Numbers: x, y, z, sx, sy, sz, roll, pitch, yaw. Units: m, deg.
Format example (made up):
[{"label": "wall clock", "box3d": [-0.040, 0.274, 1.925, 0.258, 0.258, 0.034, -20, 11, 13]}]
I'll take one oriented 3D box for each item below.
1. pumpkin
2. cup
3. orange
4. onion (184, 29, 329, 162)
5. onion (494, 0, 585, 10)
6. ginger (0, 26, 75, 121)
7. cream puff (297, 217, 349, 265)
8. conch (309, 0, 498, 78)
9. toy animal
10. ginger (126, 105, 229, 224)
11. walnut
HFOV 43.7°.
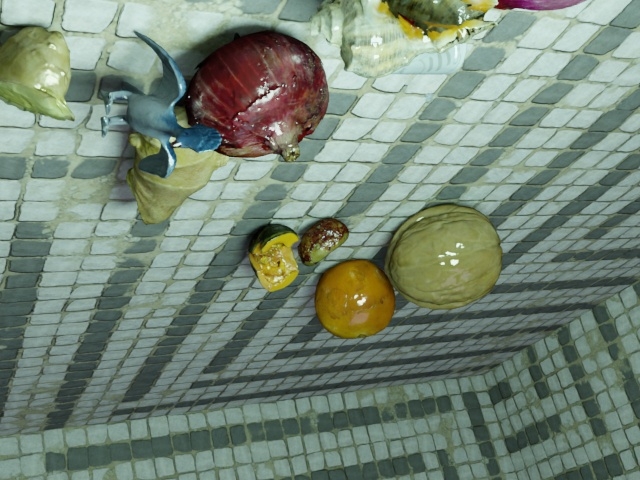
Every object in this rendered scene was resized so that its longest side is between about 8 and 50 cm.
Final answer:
[{"label": "pumpkin", "box3d": [-0.120, 0.025, 1.971, 0.119, 0.108, 0.184, -15, 136, -23]}, {"label": "cup", "box3d": [0.178, -0.337, 1.352, 0.133, 0.099, 0.136, -4, 173, -23]}, {"label": "orange", "box3d": [0.096, 0.168, 2.276, 0.239, 0.240, 0.240, -12, 156, -6]}, {"label": "onion", "box3d": [-0.097, -0.219, 1.320, 0.252, 0.219, 0.252, -21, 160, -8]}, {"label": "onion", "box3d": [0.339, -0.423, 1.207, 0.267, 0.159, 0.348, 11, 145, -39]}, {"label": "ginger", "box3d": [-0.458, -0.264, 1.193, 0.193, 0.123, 0.115, 16, 180, 12]}, {"label": "cream puff", "box3d": [0.000, 0.000, 1.986, 0.149, 0.084, 0.149, -39, 177, -3]}, {"label": "conch", "box3d": [0.119, -0.362, 1.220, 0.291, 0.159, 0.210, -14, 130, -22]}, {"label": "toy animal", "box3d": [-0.259, -0.191, 1.261, 0.176, 0.255, 0.239, 4, 121, -19]}, {"label": "ginger", "box3d": [-0.288, -0.136, 1.504, 0.189, 0.126, 0.354, 4, 154, -28]}, {"label": "walnut", "box3d": [0.319, 0.047, 2.089, 0.312, 0.277, 0.252, -15, 120, 15]}]
